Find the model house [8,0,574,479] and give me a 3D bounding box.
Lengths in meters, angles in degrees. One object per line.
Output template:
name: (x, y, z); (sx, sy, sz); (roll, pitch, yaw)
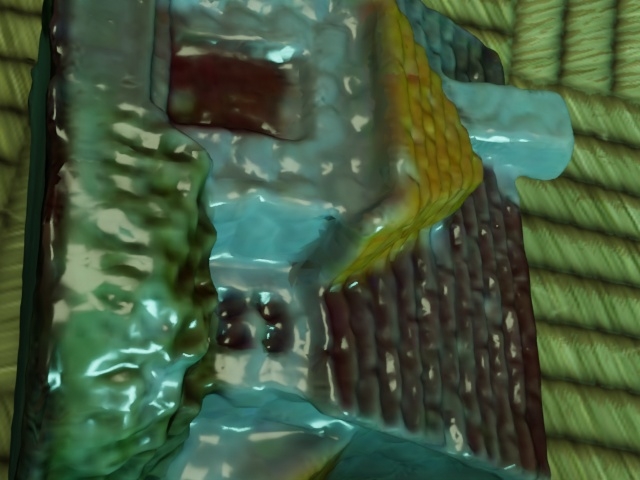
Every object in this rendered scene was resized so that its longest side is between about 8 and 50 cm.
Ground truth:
model house: (0.000, 0.000, 0.840); (0.339, 0.297, 0.360); (6, 58, -14)
